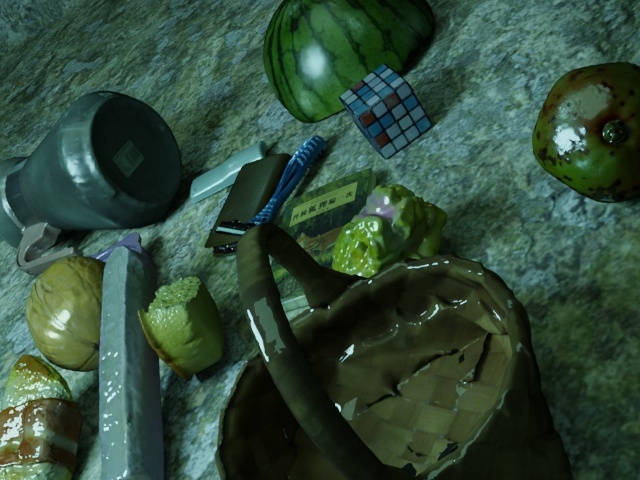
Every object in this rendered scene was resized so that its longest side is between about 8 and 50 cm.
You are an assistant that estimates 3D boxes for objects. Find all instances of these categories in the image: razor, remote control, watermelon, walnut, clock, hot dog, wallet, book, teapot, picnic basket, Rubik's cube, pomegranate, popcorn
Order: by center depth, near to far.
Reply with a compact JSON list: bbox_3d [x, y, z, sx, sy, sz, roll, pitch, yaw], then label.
[{"bbox_3d":[0.023,0.118,0.756,0.337,0.337,0.293,-31,35,10],"label":"picnic basket"},{"bbox_3d":[0.323,-0.127,0.927,0.159,0.159,0.205,-19,10,25],"label":"pomegranate"},{"bbox_3d":[0.082,0.003,1.010,0.145,0.126,0.126,-68,21,4],"label":"popcorn"},{"bbox_3d":[-0.390,0.282,1.134,0.123,0.093,0.261,-12,56,19],"label":"hot dog"},{"bbox_3d":[0.000,0.000,1.171,0.160,0.024,0.228,-20,39,28],"label":"book"},{"bbox_3d":[-0.363,0.112,1.248,0.165,0.165,0.197,-45,43,-11],"label":"walnut"},{"bbox_3d":[0.099,-0.197,1.250,0.092,0.092,0.092,-36,35,2],"label":"Rubik's cube"},{"bbox_3d":[-0.062,-0.082,1.284,0.082,0.042,0.253,6,45,34],"label":"razor"},{"bbox_3d":[-0.114,-0.059,1.335,0.110,0.031,0.198,-12,42,34],"label":"wallet"},{"bbox_3d":[-0.350,0.057,1.394,0.153,0.050,0.110,-27,36,15],"label":"clock"},{"bbox_3d":[-0.166,-0.123,1.458,0.162,0.029,0.061,-26,34,17],"label":"remote control"},{"bbox_3d":[0.027,-0.383,1.463,0.331,0.189,0.330,-26,40,24],"label":"watermelon"},{"bbox_3d":[-0.447,-0.092,1.509,0.344,0.253,0.300,-19,52,36],"label":"teapot"}]

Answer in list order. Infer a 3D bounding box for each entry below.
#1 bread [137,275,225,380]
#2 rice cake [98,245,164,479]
[{"bbox_3d":[-0.183,0.122,1.105,0.086,0.125,0.156,-26,9,5],"label":"bread"},{"bbox_3d":[-0.252,0.169,1.099,0.064,0.070,0.399,-32,47,23],"label":"rice cake"}]
